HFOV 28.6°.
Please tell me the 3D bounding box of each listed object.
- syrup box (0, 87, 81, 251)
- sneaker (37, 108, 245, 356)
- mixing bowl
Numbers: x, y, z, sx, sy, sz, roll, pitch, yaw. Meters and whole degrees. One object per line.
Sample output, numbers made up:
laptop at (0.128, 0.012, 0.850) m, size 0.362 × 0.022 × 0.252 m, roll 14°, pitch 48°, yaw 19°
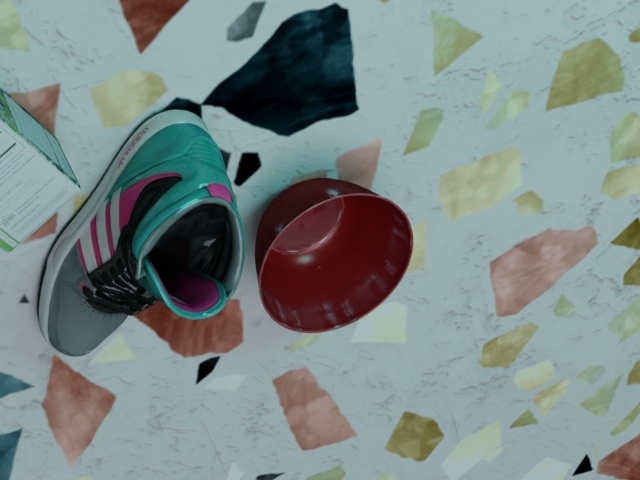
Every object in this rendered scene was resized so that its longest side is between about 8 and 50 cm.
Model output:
syrup box at (-0.328, -0.103, 1.101) m, size 0.096 × 0.093 × 0.237 m, roll -40°, pitch 134°, yaw 5°
sneaker at (-0.171, 0.035, 1.238) m, size 0.123 × 0.178 × 0.295 m, roll 16°, pitch 116°, yaw -37°
mixing bowl at (0.000, 0.000, 1.363) m, size 0.181 × 0.098 × 0.181 m, roll -15°, pitch 131°, yaw -18°
